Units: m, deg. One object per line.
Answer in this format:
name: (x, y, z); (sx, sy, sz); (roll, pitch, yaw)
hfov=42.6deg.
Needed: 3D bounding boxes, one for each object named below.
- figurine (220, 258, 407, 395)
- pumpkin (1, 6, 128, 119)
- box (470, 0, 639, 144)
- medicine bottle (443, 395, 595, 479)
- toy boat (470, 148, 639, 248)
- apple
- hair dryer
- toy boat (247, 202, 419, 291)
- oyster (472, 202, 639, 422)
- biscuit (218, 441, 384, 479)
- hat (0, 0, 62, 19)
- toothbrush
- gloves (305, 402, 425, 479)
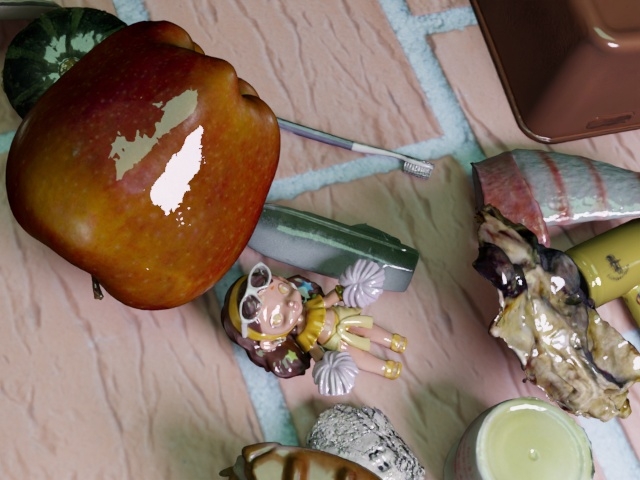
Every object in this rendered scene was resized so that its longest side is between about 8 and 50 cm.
figurine: (-0.003, 0.107, 1.012); (0.240, 0.116, 0.174); (17, 67, -7)
pumpkin: (-0.321, -0.219, 1.089); (0.190, 0.146, 0.190); (-1, 92, -25)
box: (0.400, -0.354, 1.217); (0.239, 0.229, 0.339); (-10, 68, -14)
medicine bottle: (0.227, 0.269, 0.959); (0.147, 0.143, 0.147); (4, 61, -7)
toy boat: (0.355, -0.065, 1.128); (0.282, 0.096, 0.206); (-5, 43, 6)
apple: (-0.203, -0.082, 0.956); (0.288, 0.288, 0.317); (35, 94, 7)
hair dryer: (0.438, 0.116, 1.100); (0.135, 0.090, 0.278); (-22, 77, -18)
toy boat: (0.000, 0.000, 1.084); (0.261, 0.078, 0.085); (16, 40, -2)
oyster: (0.288, 0.108, 0.973); (0.361, 0.096, 0.221); (54, 36, -15)
biscuit: (-0.002, 0.406, 0.849); (0.268, 0.115, 0.366); (11, 79, -2)
hat: (-0.508, -0.309, 1.121); (0.301, 0.168, 0.258); (-9, 48, -38)
toothbrush: (0.024, -0.141, 1.177); (0.288, 0.024, 0.026); (18, 79, -2)
gloves: (0.057, 0.259, 0.977); (0.114, 0.070, 0.153); (-40, 77, -22)
